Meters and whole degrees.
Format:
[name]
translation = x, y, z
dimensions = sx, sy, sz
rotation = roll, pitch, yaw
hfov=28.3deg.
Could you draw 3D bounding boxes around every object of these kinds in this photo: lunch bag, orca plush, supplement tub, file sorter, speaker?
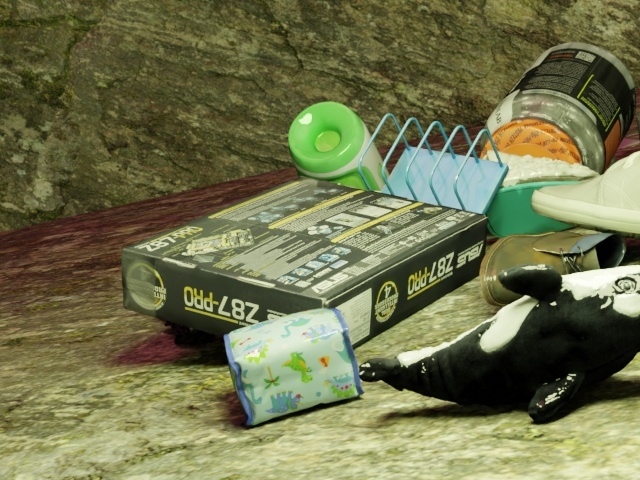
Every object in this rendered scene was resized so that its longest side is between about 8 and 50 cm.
[lunch bag]
translation = -0.033, 0.121, 1.330
dimensions = 0.129, 0.096, 0.151
rotation = -15, 19, -5
[orca plush]
translation = 0.174, 0.106, 1.107
dimensions = 0.287, 0.151, 0.102
rotation = -9, 41, 12
[supplement tub]
translation = 0.392, -0.181, 2.111
dimensions = 0.207, 0.207, 0.338
rotation = -8, 23, 31
[file sorter]
translation = 0.156, -0.102, 1.800
dimensions = 0.170, 0.104, 0.118
rotation = 13, 61, 34
[speaker]
translation = 0.045, -0.096, 2.015
dimensions = 0.131, 0.131, 0.296
rotation = -11, -30, 13

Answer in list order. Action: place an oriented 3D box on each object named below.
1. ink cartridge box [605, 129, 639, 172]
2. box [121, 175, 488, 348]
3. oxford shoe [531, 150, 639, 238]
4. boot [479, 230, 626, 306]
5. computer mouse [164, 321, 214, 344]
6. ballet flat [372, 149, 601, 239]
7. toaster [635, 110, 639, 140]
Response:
[ink cartridge box]
translation = 0.514, -0.150, 2.344
dimensions = 0.235, 0.056, 0.171
rotation = -13, 9, -7
[box]
translation = -0.012, 0.024, 1.655
dimensions = 0.318, 0.097, 0.395
rotation = 15, 24, 31
[oxford shoe]
translation = 0.440, -0.060, 1.532
dimensions = 0.169, 0.130, 0.449
rotation = 5, -1, -34
[boot]
translation = 0.278, 0.024, 1.518
dimensions = 0.106, 0.082, 0.219
rotation = -10, 7, 37
[computer mouse]
translation = -0.089, 0.071, 1.803
dimensions = 0.272, 0.072, 0.188
rotation = -15, 8, -11
[ballet flat]
translation = 0.221, -0.068, 1.896
dimensions = 0.409, 0.147, 0.147
rotation = -13, 9, 6
[toaster]
translation = 0.619, -0.174, 2.156
dimensions = 0.186, 0.110, 0.168
rotation = -11, 8, 13
